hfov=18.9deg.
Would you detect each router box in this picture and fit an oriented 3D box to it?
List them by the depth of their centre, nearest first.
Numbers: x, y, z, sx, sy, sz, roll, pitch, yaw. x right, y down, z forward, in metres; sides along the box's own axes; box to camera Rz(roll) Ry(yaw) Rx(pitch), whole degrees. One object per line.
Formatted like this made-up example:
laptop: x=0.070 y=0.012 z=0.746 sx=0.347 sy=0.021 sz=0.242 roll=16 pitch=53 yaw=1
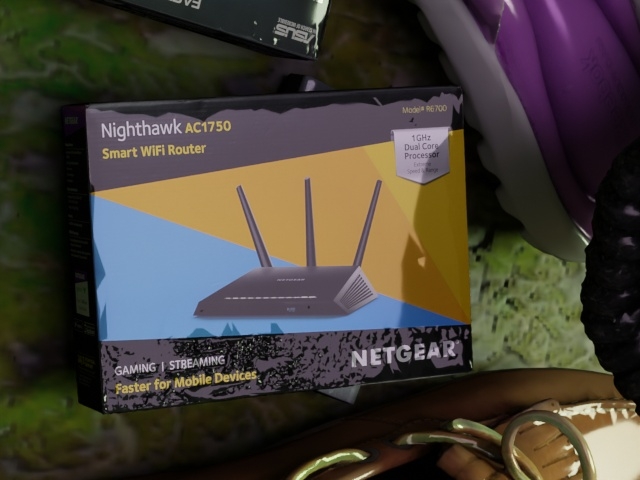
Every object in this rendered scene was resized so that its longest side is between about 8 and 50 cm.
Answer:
router box: x=-0.047 y=-0.137 z=0.845 sx=0.122 sy=0.038 sz=0.092 roll=13 pitch=90 yaw=-37
router box: x=-0.022 y=0.001 z=0.854 sx=0.179 sy=0.046 sz=0.133 roll=-5 pitch=95 yaw=-24

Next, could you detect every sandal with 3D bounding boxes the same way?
sandal: x=0.103 y=-0.162 z=0.888 sx=0.169 sy=0.102 sz=0.416 roll=-57 pitch=133 yaw=-29

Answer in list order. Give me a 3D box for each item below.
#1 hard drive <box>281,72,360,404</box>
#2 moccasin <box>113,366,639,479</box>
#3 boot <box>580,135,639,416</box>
hard drive: x=0.000 y=0.000 z=0.913 sx=0.094 sy=0.022 sz=0.135 roll=25 pitch=82 yaw=-36
moccasin: x=0.051 y=0.137 z=0.895 sx=0.380 sy=0.147 sz=0.139 roll=-1 pitch=98 yaw=-37
boot: x=0.215 y=-0.098 z=0.893 sx=0.260 sy=0.131 sz=0.348 roll=-29 pitch=107 yaw=-32
